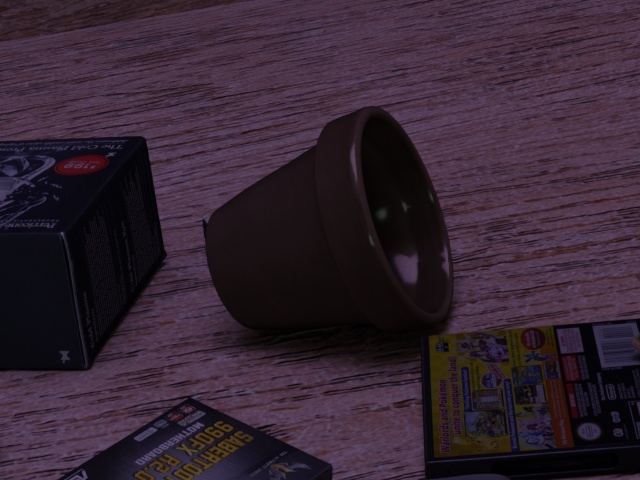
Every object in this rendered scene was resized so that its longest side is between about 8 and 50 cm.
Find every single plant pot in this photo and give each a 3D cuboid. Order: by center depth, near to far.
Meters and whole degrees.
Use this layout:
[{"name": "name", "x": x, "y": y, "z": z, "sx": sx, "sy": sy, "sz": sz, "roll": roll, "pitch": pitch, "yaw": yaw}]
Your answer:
[{"name": "plant pot", "x": 0.000, "y": 0.000, "z": 2.085, "sx": 0.229, "sy": 0.263, "sz": 0.263, "roll": -17, "pitch": 18, "yaw": 22}]

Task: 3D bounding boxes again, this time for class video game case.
[{"name": "video game case", "x": 0.229, "y": 0.162, "z": 1.861, "sx": 0.248, "sy": 0.035, "sz": 0.275, "roll": -5, "pitch": 23, "yaw": 4}]

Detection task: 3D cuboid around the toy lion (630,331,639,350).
[{"name": "toy lion", "x": 0.381, "y": 0.125, "z": 1.861, "sx": 0.096, "sy": 0.034, "sz": 0.100, "roll": 16, "pitch": 22, "yaw": -31}]

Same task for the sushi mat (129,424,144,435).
[{"name": "sushi mat", "x": -0.204, "y": 0.266, "z": 1.753, "sx": 0.151, "sy": 0.019, "sz": 0.316, "roll": 9, "pitch": 28, "yaw": 30}]

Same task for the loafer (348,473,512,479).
[{"name": "loafer", "x": 0.069, "y": 0.261, "z": 1.589, "sx": 0.251, "sy": 0.094, "sz": 0.087, "roll": -11, "pitch": 19, "yaw": -10}]

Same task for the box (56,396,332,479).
[{"name": "box", "x": -0.129, "y": 0.246, "z": 1.692, "sx": 0.183, "sy": 0.056, "sz": 0.231, "roll": 21, "pitch": 34, "yaw": 33}]

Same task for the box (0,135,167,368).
[{"name": "box", "x": -0.404, "y": 0.011, "z": 2.217, "sx": 0.343, "sy": 0.179, "sz": 0.312, "roll": -2, "pitch": 24, "yaw": 13}]

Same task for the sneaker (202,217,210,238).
[{"name": "sneaker", "x": -0.107, "y": 0.000, "z": 2.320, "sx": 0.061, "sy": 0.054, "sz": 0.152, "roll": -10, "pitch": 22, "yaw": -14}]
